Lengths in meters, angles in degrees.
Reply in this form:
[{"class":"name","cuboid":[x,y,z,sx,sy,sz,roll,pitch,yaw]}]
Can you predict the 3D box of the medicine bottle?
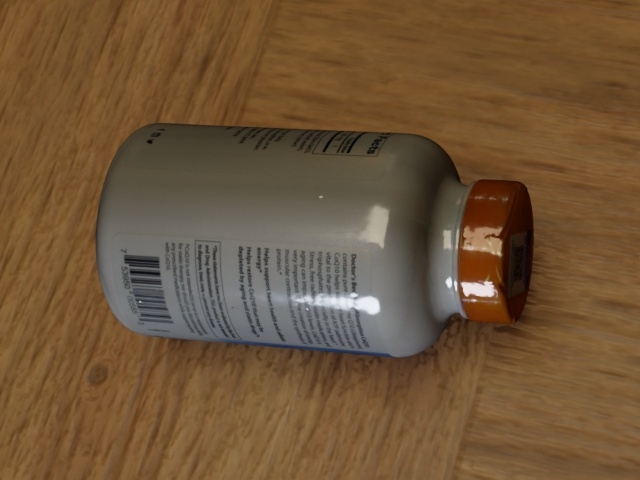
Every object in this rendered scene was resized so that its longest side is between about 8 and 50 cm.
[{"class":"medicine bottle","cuboid":[0.000,0.000,1.188,0.288,0.157,0.157,4,70,19]}]
